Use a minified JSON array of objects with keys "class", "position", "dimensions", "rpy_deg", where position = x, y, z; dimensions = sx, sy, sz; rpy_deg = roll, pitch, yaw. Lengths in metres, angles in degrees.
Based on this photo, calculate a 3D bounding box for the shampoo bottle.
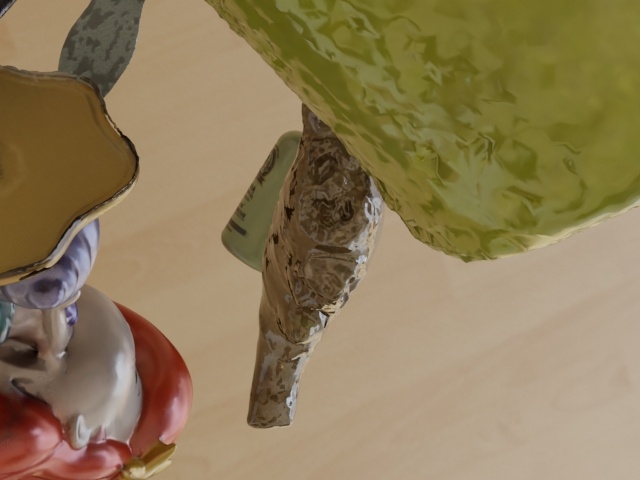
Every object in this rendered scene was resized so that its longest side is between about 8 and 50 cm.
[{"class":"shampoo bottle","position":[-0.018,-0.047,1.313],"dimensions":[0.079,0.079,0.162],"rpy_deg":[28,98,-21]}]

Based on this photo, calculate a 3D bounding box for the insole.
[{"class":"insole","position":[-0.202,-0.218,1.428],"dimensions":[0.065,0.006,0.193],"rpy_deg":[23,81,-17]}]

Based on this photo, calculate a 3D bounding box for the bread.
[{"class":"bread","position":[0.085,-0.190,0.741],"dimensions":[0.308,0.348,0.348],"rpy_deg":[36,89,-21]}]

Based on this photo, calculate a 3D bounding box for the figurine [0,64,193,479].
[{"class":"figurine","position":[-0.180,0.051,0.818],"dimensions":[0.208,0.181,0.257],"rpy_deg":[-49,150,-38]}]

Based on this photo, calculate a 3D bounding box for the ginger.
[{"class":"ginger","position":[0.000,-0.001,1.076],"dimensions":[0.080,0.333,0.166],"rpy_deg":[10,54,-1]}]

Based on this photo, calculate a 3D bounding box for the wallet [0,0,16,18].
[{"class":"wallet","position":[-0.255,-0.170,0.751],"dimensions":[0.182,0.049,0.229],"rpy_deg":[-50,136,-12]}]
